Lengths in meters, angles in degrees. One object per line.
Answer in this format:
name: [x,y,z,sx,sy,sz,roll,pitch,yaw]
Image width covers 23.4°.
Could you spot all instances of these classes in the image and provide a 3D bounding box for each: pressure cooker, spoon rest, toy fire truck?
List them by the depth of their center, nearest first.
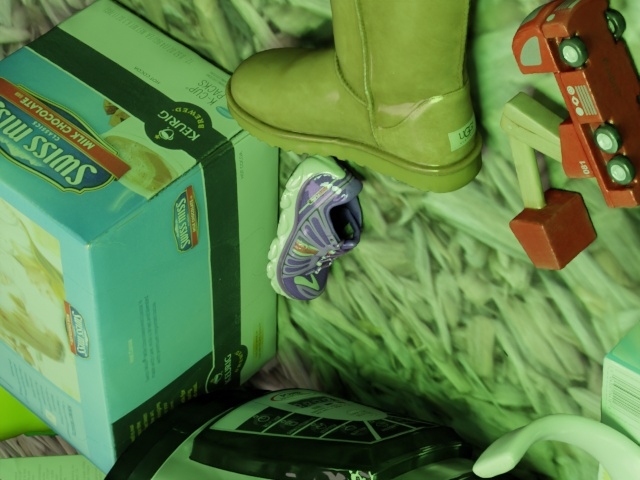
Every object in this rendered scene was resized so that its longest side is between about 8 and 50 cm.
toy fire truck: [0.167,-0.071,1.049,0.135,0.047,0.192,1,122,54]
spoon rest: [0.243,0.217,1.120,0.276,0.084,0.137,40,151,-7]
pressure cooker: [-0.029,0.330,1.387,0.420,0.375,0.370,15,144,40]

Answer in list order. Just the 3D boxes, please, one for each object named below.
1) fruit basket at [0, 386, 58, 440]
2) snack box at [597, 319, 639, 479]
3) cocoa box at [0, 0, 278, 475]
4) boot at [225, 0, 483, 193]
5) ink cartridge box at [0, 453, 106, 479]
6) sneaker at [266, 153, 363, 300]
fruit basket: [-0.479,0.134,1.901,0.283,0.392,0.392,16,134,47]
snack box: [0.301,0.224,1.167,0.187,0.060,0.322,29,142,33]
cocoa box: [-0.193,0.005,1.423,0.231,0.228,0.347,35,145,26]
boot: [0.019,-0.183,1.099,0.236,0.089,0.269,18,137,28]
ink cartridge box: [-0.299,0.318,1.810,0.175,0.371,0.069,98,169,-51]
sneaker: [0.000,0.000,1.326,0.071,0.068,0.170,33,144,18]
